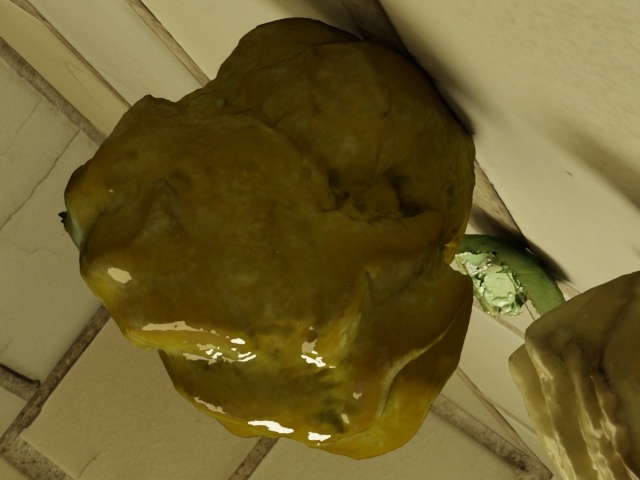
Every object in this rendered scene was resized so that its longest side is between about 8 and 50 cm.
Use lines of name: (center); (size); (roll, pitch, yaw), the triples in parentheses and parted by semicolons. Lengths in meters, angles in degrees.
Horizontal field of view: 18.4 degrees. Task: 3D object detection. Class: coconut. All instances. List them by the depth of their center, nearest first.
coconut: (0.162, 0.031, 1.745); (0.133, 0.055, 0.158); (41, 172, -24)

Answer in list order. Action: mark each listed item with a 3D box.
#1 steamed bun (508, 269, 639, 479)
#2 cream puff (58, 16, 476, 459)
steamed bun: (0.296, 0.181, 1.372); (0.428, 0.247, 0.189); (54, 158, -10)
cream puff: (-0.001, 0.001, 1.381); (0.323, 0.270, 0.274); (31, -160, -51)
